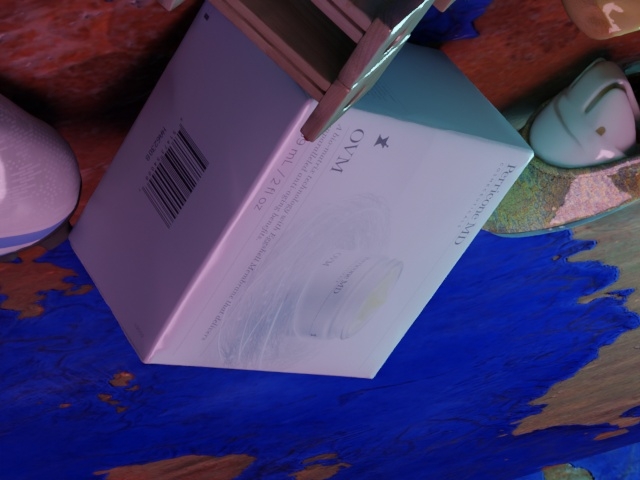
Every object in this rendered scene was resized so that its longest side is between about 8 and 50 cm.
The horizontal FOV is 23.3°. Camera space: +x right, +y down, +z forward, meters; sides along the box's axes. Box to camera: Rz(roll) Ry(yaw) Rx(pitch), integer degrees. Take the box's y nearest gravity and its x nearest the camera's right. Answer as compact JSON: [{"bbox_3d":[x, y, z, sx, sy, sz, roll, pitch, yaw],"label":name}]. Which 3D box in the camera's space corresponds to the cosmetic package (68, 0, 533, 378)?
[{"bbox_3d":[-0.013,-0.030,1.088,0.224,0.138,0.224,7,125,-44],"label":"cosmetic package"}]

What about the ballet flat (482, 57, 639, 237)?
[{"bbox_3d":[0.273,-0.106,1.230,0.348,0.123,0.123,-17,157,8],"label":"ballet flat"}]

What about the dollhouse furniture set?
[{"bbox_3d":[0.023,-0.177,0.913,0.183,0.129,0.129,-45,177,-34],"label":"dollhouse furniture set"}]

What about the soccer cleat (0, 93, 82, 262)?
[{"bbox_3d":[-0.332,-0.015,1.089,0.331,0.116,0.143,-24,146,9],"label":"soccer cleat"}]

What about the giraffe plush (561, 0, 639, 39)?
[{"bbox_3d":[0.240,-0.220,0.890,0.210,0.181,0.170,-2,135,-4],"label":"giraffe plush"}]
